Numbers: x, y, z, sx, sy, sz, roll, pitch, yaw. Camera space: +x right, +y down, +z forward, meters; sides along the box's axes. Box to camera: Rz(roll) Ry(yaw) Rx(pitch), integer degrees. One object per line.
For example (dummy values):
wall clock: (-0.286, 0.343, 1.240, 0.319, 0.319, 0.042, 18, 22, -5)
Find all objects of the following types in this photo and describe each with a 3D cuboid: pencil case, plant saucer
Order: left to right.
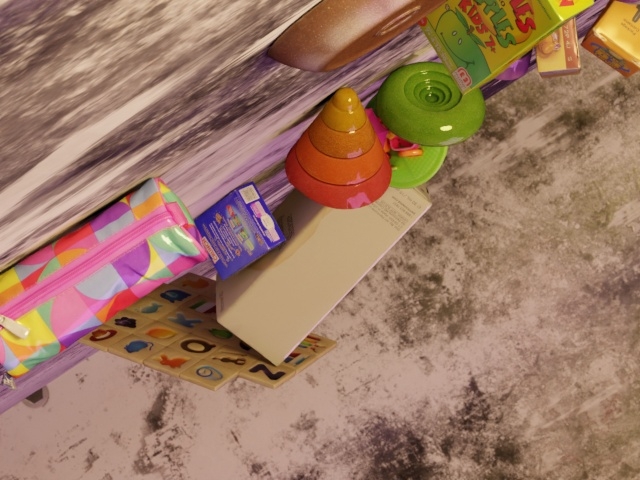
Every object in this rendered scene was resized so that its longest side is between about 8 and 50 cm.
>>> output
pencil case: (-0.222, 0.037, 1.662, 0.236, 0.104, 0.104, -33, 178, -4)
plant saucer: (0.052, -0.182, 1.371, 0.199, 0.036, 0.198, -31, 178, -1)

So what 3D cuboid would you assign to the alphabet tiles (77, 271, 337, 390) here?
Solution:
alphabet tiles: (-0.166, 0.122, 2.466, 0.285, 0.343, 0.011, -31, 133, -55)

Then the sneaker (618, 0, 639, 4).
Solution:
sneaker: (0.369, -0.342, 1.759, 0.152, 0.114, 0.305, -46, -173, -20)

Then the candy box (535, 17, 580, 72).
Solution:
candy box: (0.276, -0.250, 2.096, 0.053, 0.109, 0.187, -6, -178, 7)

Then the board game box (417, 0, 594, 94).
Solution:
board game box: (0.160, -0.208, 1.600, 0.043, 0.092, 0.181, -30, 177, -29)

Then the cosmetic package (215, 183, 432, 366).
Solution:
cosmetic package: (0.000, 0.000, 2.381, 0.309, 0.113, 0.160, -46, -161, 14)

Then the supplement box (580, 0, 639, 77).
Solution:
supplement box: (0.405, -0.308, 2.107, 0.233, 0.078, 0.080, -54, -178, -10)

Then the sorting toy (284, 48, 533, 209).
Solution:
sorting toy: (0.113, -0.179, 2.005, 0.365, 0.127, 0.126, -35, 150, -29)

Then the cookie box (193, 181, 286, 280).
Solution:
cookie box: (-0.109, -0.012, 2.332, 0.040, 0.091, 0.107, -26, 175, -47)

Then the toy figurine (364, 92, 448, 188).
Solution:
toy figurine: (0.041, -0.123, 2.141, 0.173, 0.130, 0.159, -4, -179, 34)
